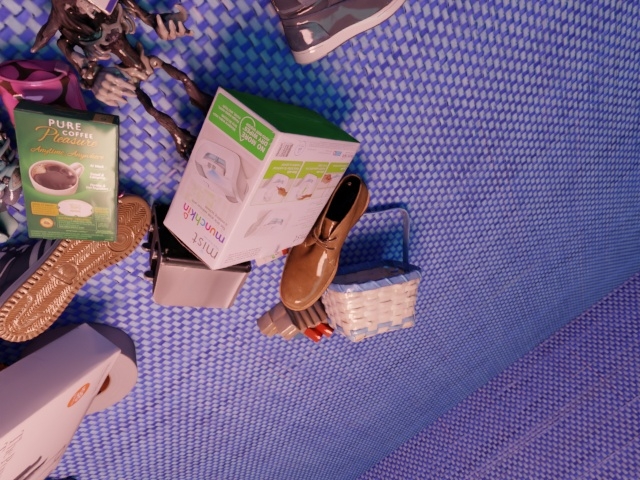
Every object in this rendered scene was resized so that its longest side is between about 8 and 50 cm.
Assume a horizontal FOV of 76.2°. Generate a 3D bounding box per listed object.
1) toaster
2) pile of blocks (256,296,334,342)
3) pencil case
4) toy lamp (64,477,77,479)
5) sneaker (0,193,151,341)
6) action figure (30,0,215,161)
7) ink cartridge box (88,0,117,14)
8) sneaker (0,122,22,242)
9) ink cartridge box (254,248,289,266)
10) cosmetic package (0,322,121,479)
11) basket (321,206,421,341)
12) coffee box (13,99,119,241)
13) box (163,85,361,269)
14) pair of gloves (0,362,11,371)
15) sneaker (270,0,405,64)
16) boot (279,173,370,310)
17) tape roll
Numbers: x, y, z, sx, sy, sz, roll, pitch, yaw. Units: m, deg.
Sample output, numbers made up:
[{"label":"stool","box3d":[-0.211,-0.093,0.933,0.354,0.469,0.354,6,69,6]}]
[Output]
[{"label":"toaster","box3d":[-0.221,0.025,0.743,0.185,0.168,0.110,9,124,-34]},{"label":"pile of blocks","box3d":[0.021,0.222,1.083,0.362,0.113,0.149,-11,131,-21]},{"label":"pencil case","box3d":[-0.359,-0.142,0.574,0.098,0.095,0.209,-4,130,-3]},{"label":"toy lamp","box3d":[-0.735,0.606,0.998,0.080,0.080,0.275,-36,135,1]},{"label":"sneaker","box3d":[-0.422,0.015,0.673,0.282,0.153,0.099,-51,137,-21]},{"label":"action figure","box3d":[-0.235,-0.238,0.525,0.164,0.141,0.275,-55,137,-9]},{"label":"ink cartridge box","box3d":[-0.334,-0.393,0.349,0.371,0.069,0.176,28,84,-40]},{"label":"sneaker","box3d":[-0.435,-0.113,0.523,0.122,0.110,0.283,23,125,-13]},{"label":"ink cartridge box","box3d":[-0.096,0.006,0.893,0.115,0.029,0.063,-23,134,-11]},{"label":"cosmetic package","box3d":[-0.526,0.351,0.671,0.097,0.284,0.377,35,110,0]},{"label":"basket","box3d":[0.104,0.072,0.964,0.254,0.201,0.289,-6,101,-23]},{"label":"coffee box","box3d":[-0.330,-0.084,0.545,0.113,0.040,0.184,3,125,-21]},{"label":"box","box3d":[-0.081,-0.096,0.668,0.231,0.127,0.262,-58,162,24]},{"label":"pair of gloves","box3d":[-0.657,0.245,0.786,0.074,0.010,0.083,-28,133,-4]},{"label":"sneaker","box3d":[0.029,-0.387,0.592,0.226,0.086,0.163,-33,138,1]},{"label":"boot","box3d":[0.000,0.000,0.821,0.305,0.112,0.115,-61,171,-3]},{"label":"tape roll","box3d":[-0.504,0.274,0.855,0.219,0.072,0.219,-16,133,-17]}]
